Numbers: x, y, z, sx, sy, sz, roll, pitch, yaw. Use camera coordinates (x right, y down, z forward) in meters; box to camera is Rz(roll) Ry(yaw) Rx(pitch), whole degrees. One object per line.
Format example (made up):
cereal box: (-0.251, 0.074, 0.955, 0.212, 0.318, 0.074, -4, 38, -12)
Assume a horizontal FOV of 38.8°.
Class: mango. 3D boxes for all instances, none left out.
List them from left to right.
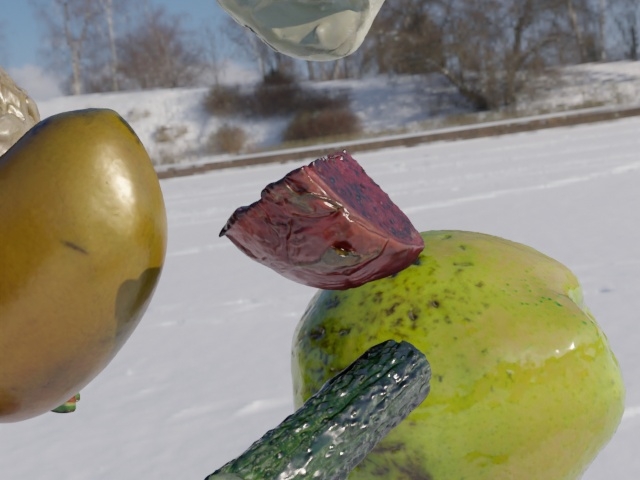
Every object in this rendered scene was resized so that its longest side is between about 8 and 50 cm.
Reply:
mango: (-0.259, 0.028, 0.820, 0.317, 0.211, 0.173, -49, -6, 11)

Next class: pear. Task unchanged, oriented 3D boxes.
pear: (0.160, 0.163, 1.041, 0.391, 0.391, 0.391, -7, 3, 0)

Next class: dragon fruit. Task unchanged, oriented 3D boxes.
dragon fruit: (-0.001, 0.001, 0.741, 0.120, 0.127, 0.161, -43, -6, 14)

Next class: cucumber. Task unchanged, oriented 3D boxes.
cucumber: (0.008, 0.123, 0.583, 0.058, 0.058, 0.187, -5, 19, 42)

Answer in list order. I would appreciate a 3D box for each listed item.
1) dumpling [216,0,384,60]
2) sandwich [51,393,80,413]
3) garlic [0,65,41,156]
dumpling: (-0.016, -0.413, 1.063, 0.315, 0.395, 0.233, 13, 8, 16)
sandwich: (-0.314, 0.142, 1.018, 0.029, 0.135, 0.067, 5, 34, 41)
garlic: (-0.378, -0.105, 0.983, 0.152, 0.228, 0.228, -24, -2, 15)
